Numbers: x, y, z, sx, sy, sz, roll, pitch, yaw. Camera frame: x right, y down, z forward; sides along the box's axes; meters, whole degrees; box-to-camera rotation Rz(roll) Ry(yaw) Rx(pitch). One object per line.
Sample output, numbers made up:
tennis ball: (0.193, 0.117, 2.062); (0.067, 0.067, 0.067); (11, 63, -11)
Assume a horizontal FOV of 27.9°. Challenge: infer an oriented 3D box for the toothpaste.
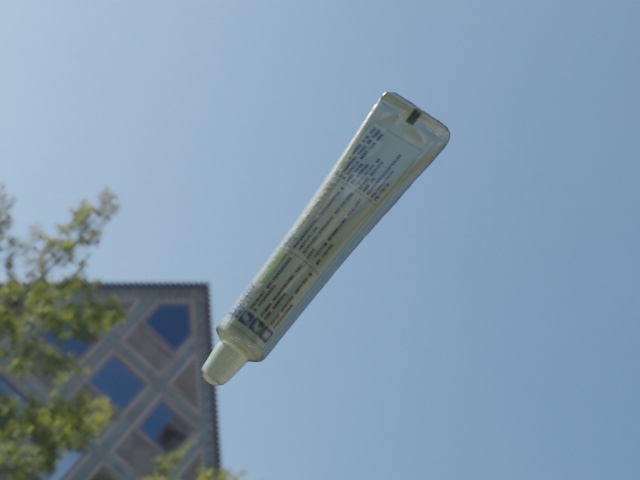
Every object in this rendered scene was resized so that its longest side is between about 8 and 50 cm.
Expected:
toothpaste: (0.000, 0.000, 0.703); (0.048, 0.197, 0.029); (34, -18, 13)
